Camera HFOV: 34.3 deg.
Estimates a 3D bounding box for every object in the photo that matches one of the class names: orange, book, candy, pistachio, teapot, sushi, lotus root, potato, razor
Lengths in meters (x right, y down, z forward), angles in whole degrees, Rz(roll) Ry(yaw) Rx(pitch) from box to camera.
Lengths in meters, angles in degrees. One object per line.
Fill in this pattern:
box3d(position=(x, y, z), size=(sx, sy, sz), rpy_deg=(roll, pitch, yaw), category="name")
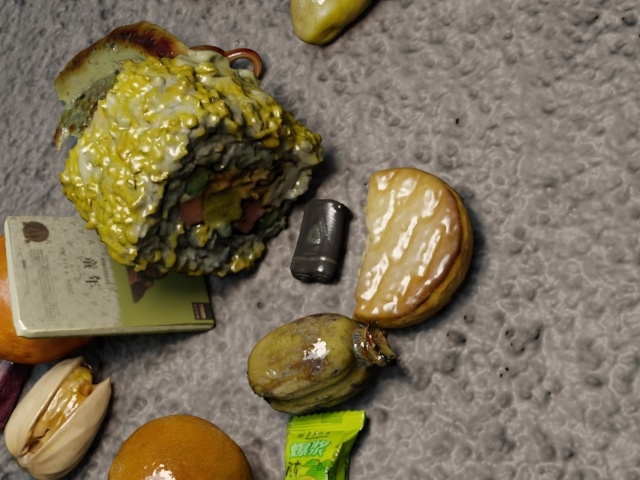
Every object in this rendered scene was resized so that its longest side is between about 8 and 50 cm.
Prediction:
box3d(position=(-0.527, 0.096, 1.933), size=(0.283, 0.226, 0.284), rpy_deg=(-5, 34, 4), category="orange")
box3d(position=(-0.377, 0.059, 1.849), size=(0.035, 0.352, 0.239), rpy_deg=(-55, 44, 47), category="book")
box3d(position=(-0.004, 0.386, 1.643), size=(0.149, 0.069, 0.246), rpy_deg=(-9, 65, 28), category="candy")
box3d(position=(-0.474, 0.325, 1.890), size=(0.157, 0.157, 0.229), rpy_deg=(28, 79, 34), category="pistachio")
box3d(position=(-0.231, -0.308, 2.038), size=(0.252, 0.135, 0.178), rpy_deg=(-15, 31, 7), category="teapot")
box3d(position=(-0.205, -0.132, 1.777), size=(0.240, 0.396, 0.351), rpy_deg=(42, 111, 35), category="sushi")
box3d(position=(0.009, 0.189, 1.669), size=(0.278, 0.154, 0.154), rpy_deg=(-21, 61, 25), category="lotus root")
box3d(position=(-0.224, 0.404, 1.651), size=(0.264, 0.264, 0.264), rpy_deg=(-11, 65, 25), category="orange")
box3d(position=(0.015, -0.461, 1.957), size=(0.157, 0.157, 0.194), rpy_deg=(35, 102, 35), category="potato")
box3d(position=(0.000, 0.000, 1.811), size=(0.090, 0.054, 0.148), rpy_deg=(2, 70, 29), category="razor")

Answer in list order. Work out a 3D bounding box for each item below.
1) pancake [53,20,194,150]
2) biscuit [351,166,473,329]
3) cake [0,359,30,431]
box3d(position=(-0.388, -0.277, 1.979), size=(0.426, 0.067, 0.305), rpy_deg=(27, 96, 40), category="pancake")
box3d(position=(0.149, 0.017, 1.701), size=(0.213, 0.091, 0.274), rpy_deg=(4, 70, 33), category="biscuit")
box3d(position=(-0.629, 0.254, 2.045), size=(0.116, 0.113, 0.295), rpy_deg=(13, 63, 30), category="cake")
